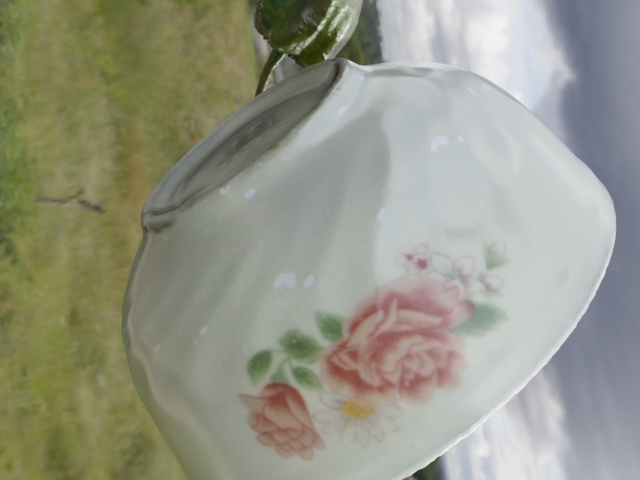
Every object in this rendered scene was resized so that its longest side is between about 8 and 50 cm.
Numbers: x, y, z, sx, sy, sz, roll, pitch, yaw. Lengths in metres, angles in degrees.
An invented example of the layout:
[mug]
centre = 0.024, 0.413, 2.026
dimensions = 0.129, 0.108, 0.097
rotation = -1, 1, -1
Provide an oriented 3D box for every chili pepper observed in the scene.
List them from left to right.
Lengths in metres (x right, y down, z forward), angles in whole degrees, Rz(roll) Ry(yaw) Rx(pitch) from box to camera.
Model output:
[chili pepper]
centre = 0.005, -0.161, 0.680
dimensions = 0.073, 0.204, 0.072
rotation = 36, -5, -18

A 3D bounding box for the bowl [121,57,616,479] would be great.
[bowl]
centre = 0.000, 0.000, 0.563
dimensions = 0.145, 0.277, 0.277
rotation = 51, 15, -20
